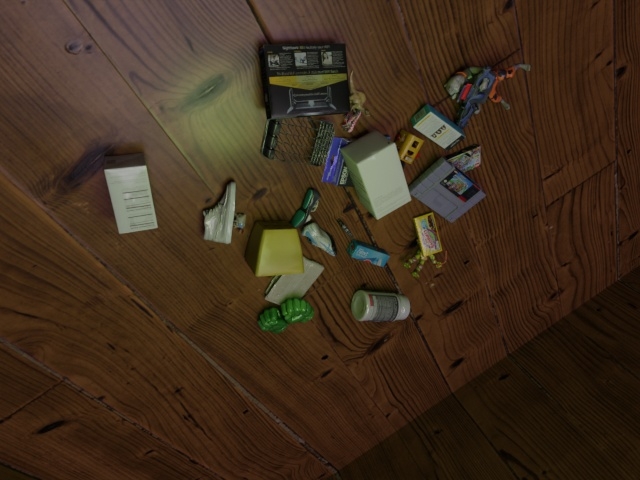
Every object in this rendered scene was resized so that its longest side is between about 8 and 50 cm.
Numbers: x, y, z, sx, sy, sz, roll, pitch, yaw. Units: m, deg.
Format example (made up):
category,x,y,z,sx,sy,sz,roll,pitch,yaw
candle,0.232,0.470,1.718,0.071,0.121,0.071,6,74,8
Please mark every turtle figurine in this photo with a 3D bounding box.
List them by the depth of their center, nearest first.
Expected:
category,x,y,z,sx,sy,sz,roll,pitch,yaw
turtle figurine,0.525,0.068,2.261,0.217,0.087,0.269,-45,115,-12

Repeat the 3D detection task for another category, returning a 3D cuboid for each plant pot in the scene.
category,x,y,z,sx,sy,sz,roll,pitch,yaw
plant pot,-0.194,0.023,1.851,0.212,0.212,0.187,-2,108,-23

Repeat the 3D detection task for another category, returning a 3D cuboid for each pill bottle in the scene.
category,x,y,z,sx,sy,sz,roll,pitch,yaw
pill bottle,0.319,0.348,2.296,0.283,0.161,0.161,7,116,-27

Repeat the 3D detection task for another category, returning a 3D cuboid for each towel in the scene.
category,x,y,z,sx,sy,sz,roll,pitch,yaw
towel,-0.127,0.196,2.075,0.187,0.049,0.282,28,106,-36

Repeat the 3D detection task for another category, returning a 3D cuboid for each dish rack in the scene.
category,x,y,z,sx,sy,sz,roll,pitch,yaw
dish rack,-0.082,-0.400,1.716,0.271,0.074,0.208,3,119,-28

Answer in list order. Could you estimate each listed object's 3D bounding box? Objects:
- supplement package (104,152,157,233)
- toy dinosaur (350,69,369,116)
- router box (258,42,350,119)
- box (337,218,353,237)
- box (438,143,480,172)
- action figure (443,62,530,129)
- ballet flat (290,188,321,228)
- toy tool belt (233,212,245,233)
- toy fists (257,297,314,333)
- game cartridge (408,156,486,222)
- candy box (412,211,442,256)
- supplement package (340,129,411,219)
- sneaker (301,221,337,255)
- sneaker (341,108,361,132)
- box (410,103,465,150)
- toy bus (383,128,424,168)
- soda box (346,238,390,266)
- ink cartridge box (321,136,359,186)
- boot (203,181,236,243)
category,x,y,z,sx,sy,sz,roll,pitch,yaw
supplement package,-0.672,-0.168,1.551,0.133,0.139,0.244,-10,123,-20
toy dinosaur,0.130,-0.562,1.720,0.092,0.053,0.183,-26,98,0
router box,-0.053,-0.572,1.571,0.308,0.081,0.243,-9,104,-18
box,0.114,-0.056,2.014,0.018,0.067,0.083,-40,126,3
box,0.667,-0.371,2.085,0.207,0.036,0.114,-24,127,-9
action figure,0.682,-0.644,1.888,0.330,0.179,0.341,-2,150,-16
ballet flat,-0.059,-0.127,1.895,0.074,0.074,0.203,20,107,-32
toy tool belt,-0.343,-0.074,1.819,0.051,0.052,0.083,17,114,10
toy fists,-0.170,0.362,2.084,0.279,0.096,0.142,-25,134,20
game cartridge,0.613,-0.235,2.097,0.355,0.068,0.230,27,127,-34
candy box,0.539,-0.030,2.191,0.105,0.027,0.206,-18,99,-8
supplement package,0.231,-0.273,1.809,0.177,0.175,0.293,-29,129,-5
sneaker,0.000,0.000,2.000,0.086,0.085,0.237,-24,135,24
sneaker,0.122,-0.500,1.763,0.057,0.047,0.119,20,109,-20
box,0.516,-0.491,1.907,0.244,0.060,0.100,22,136,-33
toy bus,0.363,-0.377,1.904,0.190,0.104,0.202,-26,126,-7
soda box,0.236,0.063,2.142,0.210,0.067,0.071,18,111,-31
ink cartridge box,0.125,-0.331,1.865,0.208,0.045,0.206,0,121,-23
boot,-0.405,-0.113,1.735,0.123,0.095,0.258,7,105,-10
